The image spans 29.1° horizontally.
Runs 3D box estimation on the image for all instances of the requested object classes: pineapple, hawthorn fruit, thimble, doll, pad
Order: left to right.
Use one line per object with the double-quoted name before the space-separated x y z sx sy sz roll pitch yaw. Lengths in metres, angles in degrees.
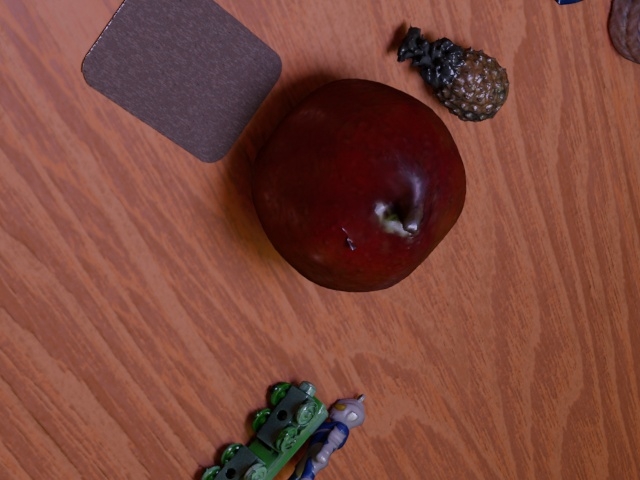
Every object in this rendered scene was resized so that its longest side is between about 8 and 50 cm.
"pad" -0.168 -0.217 1.560 0.266 0.002 0.176 34 91 -46
"doll" 0.002 0.329 1.979 0.227 0.057 0.114 -46 180 -32
"hawthorn fruit" 0.055 -0.080 1.638 0.295 0.295 0.311 -24 171 -28
"pineapple" 0.185 -0.249 1.778 0.198 0.108 0.108 29 95 -36
"thimble" 0.590 -0.380 2.005 0.229 0.148 0.196 -54 134 -4

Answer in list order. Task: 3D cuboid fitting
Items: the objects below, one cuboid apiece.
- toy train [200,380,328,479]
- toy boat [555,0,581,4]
"toy train" -0.083 0.330 1.912 0.251 0.085 0.119 -48 147 -8
"toy boat" 0.436 -0.428 1.912 0.229 0.046 0.080 -35 134 -18
